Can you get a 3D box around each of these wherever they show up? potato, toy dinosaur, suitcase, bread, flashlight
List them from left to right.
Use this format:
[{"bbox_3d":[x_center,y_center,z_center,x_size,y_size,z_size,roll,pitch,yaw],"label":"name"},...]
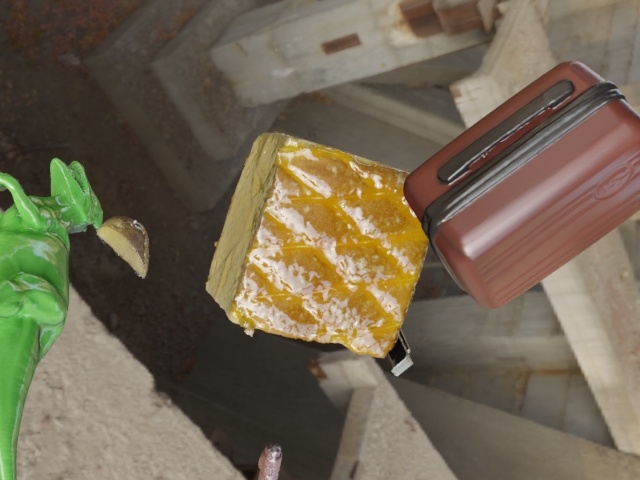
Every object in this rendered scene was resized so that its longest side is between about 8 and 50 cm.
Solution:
[{"bbox_3d":[-0.365,0.123,1.033,0.374,0.144,0.500,-8,79,-73],"label":"toy dinosaur"},{"bbox_3d":[-0.459,-0.004,1.922,0.172,0.089,0.100,45,40,5],"label":"potato"},{"bbox_3d":[-0.069,0.298,0.977,0.052,0.031,0.110,-51,155,-57],"label":"flashlight"},{"bbox_3d":[0.000,0.000,1.169,0.279,0.207,0.279,13,97,-20],"label":"bread"},{"bbox_3d":[0.272,-0.066,1.012,0.161,0.297,0.236,58,6,34],"label":"suitcase"}]

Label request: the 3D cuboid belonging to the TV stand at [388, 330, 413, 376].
[{"bbox_3d":[0.108,0.144,1.248,0.042,0.036,0.249,50,8,-20],"label":"TV stand"}]
